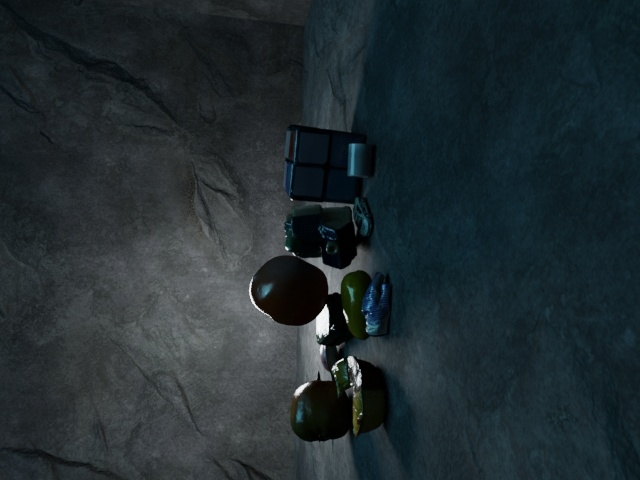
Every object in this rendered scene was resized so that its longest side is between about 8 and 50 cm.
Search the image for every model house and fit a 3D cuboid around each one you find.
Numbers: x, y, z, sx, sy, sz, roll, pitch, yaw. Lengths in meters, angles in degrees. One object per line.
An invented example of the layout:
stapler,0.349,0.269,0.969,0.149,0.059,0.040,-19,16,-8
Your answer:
model house,0.001,-0.002,2.116,0.284,0.298,0.243,-92,-4,-69

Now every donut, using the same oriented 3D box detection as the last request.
donut,0.170,0.534,1.795,0.151,0.112,0.295,112,157,-52

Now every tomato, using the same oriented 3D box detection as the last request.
tomato,-0.129,0.201,2.191,0.273,0.341,0.341,-64,20,22

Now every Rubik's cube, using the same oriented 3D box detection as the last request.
Rubik's cube,0.006,-0.347,2.268,0.316,0.318,0.313,-127,42,-72

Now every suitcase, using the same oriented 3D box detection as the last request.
suitcase,0.069,0.363,2.280,0.312,0.128,0.202,121,152,-63

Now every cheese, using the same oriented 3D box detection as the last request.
cheese,0.051,0.597,2.426,0.189,0.074,0.286,25,-127,-77

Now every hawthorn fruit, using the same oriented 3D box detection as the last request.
hawthorn fruit,0.002,0.731,2.225,0.268,0.268,0.301,111,164,-58

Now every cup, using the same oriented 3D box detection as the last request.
cup,0.173,-0.324,2.038,0.099,0.136,0.133,6,96,45

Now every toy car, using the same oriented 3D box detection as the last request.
toy car,0.169,-0.098,2.059,0.205,0.056,0.095,-100,17,-52

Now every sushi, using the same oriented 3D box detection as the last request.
sushi,0.115,0.556,2.040,0.291,0.131,0.139,116,144,-64

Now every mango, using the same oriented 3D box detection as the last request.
mango,0.149,0.244,1.913,0.167,0.130,0.262,177,89,-74

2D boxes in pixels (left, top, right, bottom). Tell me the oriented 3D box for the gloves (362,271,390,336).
gloves,0.201,0.226,1.777,0.119,0.097,0.229,-5,76,49
